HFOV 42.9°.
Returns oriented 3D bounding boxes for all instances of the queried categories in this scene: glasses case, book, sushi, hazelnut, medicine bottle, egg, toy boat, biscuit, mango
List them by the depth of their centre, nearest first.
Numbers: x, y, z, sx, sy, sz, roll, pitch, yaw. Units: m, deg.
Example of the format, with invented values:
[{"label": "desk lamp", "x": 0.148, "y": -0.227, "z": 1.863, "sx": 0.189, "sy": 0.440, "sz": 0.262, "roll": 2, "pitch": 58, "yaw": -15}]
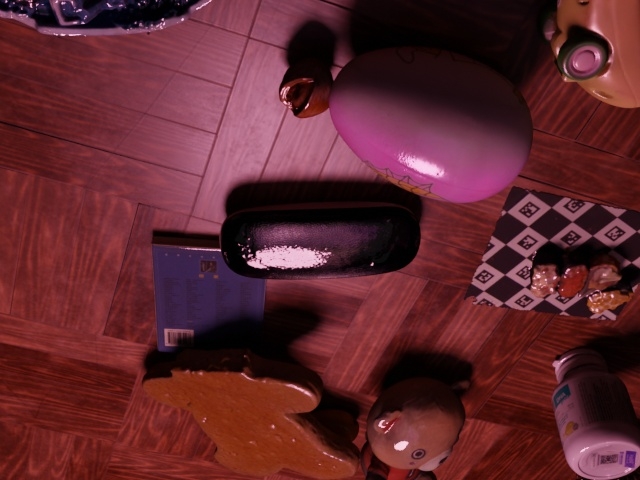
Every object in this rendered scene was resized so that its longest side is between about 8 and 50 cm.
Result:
[{"label": "toy boat", "x": -0.256, "y": -0.303, "z": 0.969, "sx": 0.310, "sy": 0.142, "sz": 0.129, "roll": -3, "pitch": 130, "yaw": 5}, {"label": "egg", "x": 0.145, "y": -0.158, "z": 1.069, "sx": 0.271, "sy": 0.196, "sz": 0.196, "roll": 30, "pitch": 127, "yaw": -2}, {"label": "hazelnut", "x": -0.016, "y": -0.205, "z": 1.092, "sx": 0.087, "sy": 0.086, "sz": 0.086, "roll": 0, "pitch": 132, "yaw": 0}, {"label": "glasses case", "x": 0.000, "y": 0.000, "z": 1.278, "sx": 0.315, "sy": 0.075, "sz": 0.122, "roll": -3, "pitch": 123, "yaw": -1}, {"label": "sushi", "x": 0.410, "y": 0.051, "z": 1.344, "sx": 0.290, "sy": 0.050, "sz": 0.264, "roll": 9, "pitch": 131, "yaw": -7}, {"label": "book", "x": -0.191, "y": 0.103, "z": 1.411, "sx": 0.191, "sy": 0.025, "sz": 0.269, "roll": 3, "pitch": 132, "yaw": -4}, {"label": "medicine bottle", "x": 0.487, "y": 0.303, "z": 1.458, "sx": 0.135, "sy": 0.215, "sz": 0.135, "roll": 0, "pitch": 132, "yaw": 0}, {"label": "biscuit", "x": -0.111, "y": 0.325, "z": 1.534, "sx": 0.368, "sy": 0.076, "sz": 0.394, "roll": -8, "pitch": 134, "yaw": 30}, {"label": "mango", "x": 0.020, "y": 0.372, "z": 1.627, "sx": 0.115, "sy": 0.060, "sz": 0.080, "roll": 0, "pitch": 126, "yaw": 12}]

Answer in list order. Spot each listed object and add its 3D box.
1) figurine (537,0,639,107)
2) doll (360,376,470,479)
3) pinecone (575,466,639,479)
[{"label": "figurine", "x": 0.390, "y": -0.308, "z": 0.978, "sx": 0.222, "sy": 0.124, "sz": 0.324, "roll": -3, "pitch": 128, "yaw": 3}, {"label": "doll", "x": 0.168, "y": 0.386, "z": 1.578, "sx": 0.235, "sy": 0.174, "sz": 0.329, "roll": -14, "pitch": 141, "yaw": -29}, {"label": "pinecone", "x": 0.589, "y": 0.469, "z": 1.655, "sx": 0.163, "sy": 0.162, "sz": 0.165, "roll": 10, "pitch": 148, "yaw": -9}]
